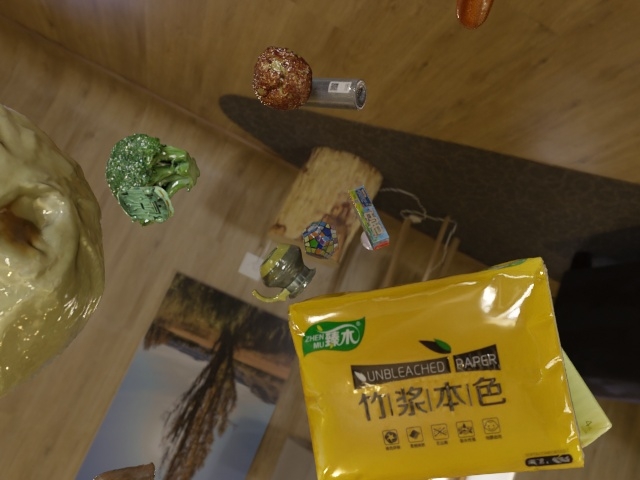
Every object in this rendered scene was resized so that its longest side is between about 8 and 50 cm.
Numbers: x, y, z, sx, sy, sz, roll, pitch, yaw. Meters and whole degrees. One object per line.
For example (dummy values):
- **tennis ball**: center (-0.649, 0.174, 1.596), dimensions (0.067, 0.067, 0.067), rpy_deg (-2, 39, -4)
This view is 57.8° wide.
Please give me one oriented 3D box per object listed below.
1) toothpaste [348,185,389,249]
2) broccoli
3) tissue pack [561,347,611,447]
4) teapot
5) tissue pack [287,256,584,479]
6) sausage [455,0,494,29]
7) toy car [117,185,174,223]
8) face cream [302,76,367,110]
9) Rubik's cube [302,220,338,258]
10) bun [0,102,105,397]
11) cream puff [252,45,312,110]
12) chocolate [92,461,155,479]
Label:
- **toothpaste**: center (0.126, -0.063, 1.650), dimensions (0.070, 0.193, 0.044), rpy_deg (-20, 148, -5)
- **broccoli**: center (-0.471, -0.176, 1.620), dimensions (0.246, 0.264, 0.294), rpy_deg (-13, 171, 1)
- **tissue pack**: center (0.466, 0.308, 1.216), dimensions (0.234, 0.125, 0.159), rpy_deg (57, 171, -2)
- **teapot**: center (-0.095, 0.090, 1.461), dimensions (0.119, 0.165, 0.130), rpy_deg (41, 179, -9)
- **tissue pack**: center (0.170, 0.200, 0.899), dimensions (0.382, 0.293, 0.228), rpy_deg (-11, 177, 15)
- **sausage**: center (0.394, -0.648, 1.421), dimensions (0.105, 0.105, 0.274), rpy_deg (20, 147, 13)
- **toy car**: center (-0.415, -0.093, 1.375), dimensions (0.186, 0.058, 0.093), rpy_deg (5, 124, 41)
- **face cream**: center (-0.028, -0.359, 1.405), dimensions (0.284, 0.073, 0.073), rpy_deg (10, 162, 26)
- **Rubik's cube**: center (0.000, 0.000, 1.588), dimensions (0.093, 0.111, 0.111), rpy_deg (-11, 167, -5)
- **bun**: center (-0.370, -0.005, 0.611), dimensions (0.202, 0.364, 0.364), rpy_deg (-16, 149, 23)
- **cream puff**: center (-0.090, -0.354, 1.290), dimensions (0.149, 0.084, 0.149), rpy_deg (13, 133, 15)
- **chocolate**: center (-0.273, 0.347, 0.801), dimensions (0.101, 0.064, 0.031), rpy_deg (11, -159, -49)
